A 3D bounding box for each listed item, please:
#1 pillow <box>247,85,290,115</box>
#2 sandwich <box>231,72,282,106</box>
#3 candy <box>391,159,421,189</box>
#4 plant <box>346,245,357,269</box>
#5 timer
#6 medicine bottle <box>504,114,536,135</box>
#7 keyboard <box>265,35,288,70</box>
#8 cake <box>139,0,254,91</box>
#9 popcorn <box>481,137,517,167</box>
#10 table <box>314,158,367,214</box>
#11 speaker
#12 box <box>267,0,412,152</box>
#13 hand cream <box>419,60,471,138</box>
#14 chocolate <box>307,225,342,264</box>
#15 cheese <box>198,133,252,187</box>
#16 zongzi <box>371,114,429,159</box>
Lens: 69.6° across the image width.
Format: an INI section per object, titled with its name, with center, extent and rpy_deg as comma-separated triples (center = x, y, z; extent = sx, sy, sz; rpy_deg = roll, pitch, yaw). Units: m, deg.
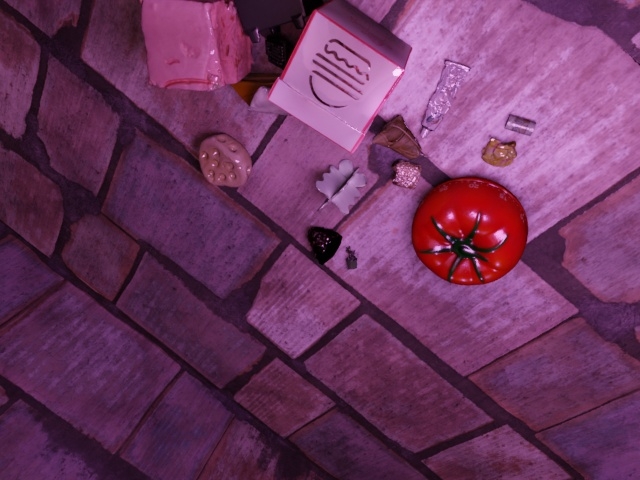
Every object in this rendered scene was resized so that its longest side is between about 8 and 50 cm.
[pillow]
center = -0.136, -0.483, 1.616
extent = 0.128, 0.229, 0.051
rpy_deg = -36, 65, 48
[sandwich]
center = -0.206, -0.576, 1.640
extent = 0.187, 0.117, 0.144
rpy_deg = -27, 110, 35
[candy]
center = 0.306, -0.236, 1.658
extent = 0.110, 0.085, 0.095
rpy_deg = 10, 118, 6
[plant]
center = 0.131, 0.070, 1.956
extent = 0.051, 0.051, 0.102
rpy_deg = 0, 107, 24
[timer]
center = 0.505, -0.033, 1.578
extent = 0.378, 0.279, 0.378
rpy_deg = 13, 127, 17
[medicine bottle]
center = 0.630, -0.363, 1.454
extent = 0.083, 0.047, 0.047
rpy_deg = 21, 127, 10
[keyboard]
center = -0.148, -0.627, 1.539
extent = 0.025, 0.230, 0.093
rpy_deg = -12, 120, -16
[cake]
center = -0.399, -0.684, 1.538
extent = 0.293, 0.307, 0.314
rpy_deg = 10, 125, 16
[popcorn]
center = 0.584, -0.285, 1.505
extent = 0.109, 0.089, 0.097
rpy_deg = -19, 147, 42
[table]
center = 0.068, -0.191, 1.717
extent = 0.167, 0.198, 0.166
rpy_deg = 11, 124, 17
[speaker]
center = -0.136, -0.785, 1.436
extent = 0.232, 0.184, 0.254
rpy_deg = -4, 122, 26
[box]
center = 0.071, -0.517, 1.423
extent = 0.314, 0.312, 0.300
rpy_deg = 32, 126, -6
[hand cream]
center = 0.392, -0.451, 1.503
extent = 0.084, 0.050, 0.257
rpy_deg = 24, 121, 6
[chocolate]
center = 0.000, 0.000, 1.931
extent = 0.133, 0.156, 0.156
rpy_deg = 38, 131, 22
[cheese]
center = -0.395, -0.321, 1.890
extent = 0.218, 0.117, 0.235
rpy_deg = -25, 110, 35
[zongzi]
center = 0.266, -0.308, 1.569
extent = 0.189, 0.178, 0.081
rpy_deg = 51, 144, -13
